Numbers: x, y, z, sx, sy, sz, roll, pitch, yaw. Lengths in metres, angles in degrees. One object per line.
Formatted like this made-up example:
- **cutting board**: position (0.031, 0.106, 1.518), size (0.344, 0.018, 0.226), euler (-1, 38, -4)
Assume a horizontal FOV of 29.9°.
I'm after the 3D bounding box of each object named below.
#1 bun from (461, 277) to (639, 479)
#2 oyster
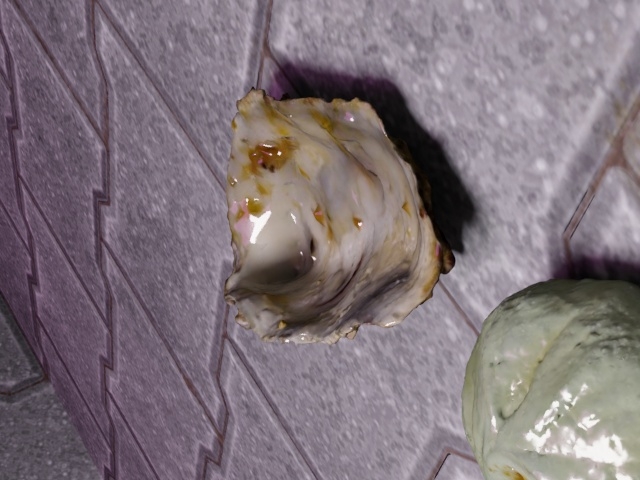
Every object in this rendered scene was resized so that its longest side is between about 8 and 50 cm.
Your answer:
- **bun**: position (0.153, 0.115, 0.694), size (0.195, 0.118, 0.195), euler (52, 156, 35)
- **oyster**: position (-0.008, -0.024, 0.956), size (0.396, 0.111, 0.204), euler (173, 92, -67)
